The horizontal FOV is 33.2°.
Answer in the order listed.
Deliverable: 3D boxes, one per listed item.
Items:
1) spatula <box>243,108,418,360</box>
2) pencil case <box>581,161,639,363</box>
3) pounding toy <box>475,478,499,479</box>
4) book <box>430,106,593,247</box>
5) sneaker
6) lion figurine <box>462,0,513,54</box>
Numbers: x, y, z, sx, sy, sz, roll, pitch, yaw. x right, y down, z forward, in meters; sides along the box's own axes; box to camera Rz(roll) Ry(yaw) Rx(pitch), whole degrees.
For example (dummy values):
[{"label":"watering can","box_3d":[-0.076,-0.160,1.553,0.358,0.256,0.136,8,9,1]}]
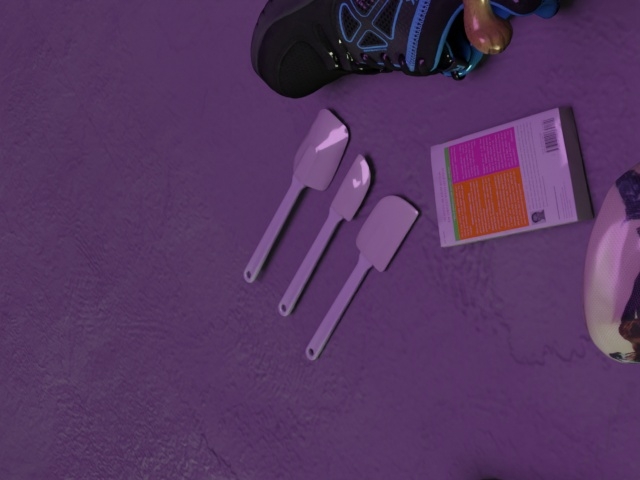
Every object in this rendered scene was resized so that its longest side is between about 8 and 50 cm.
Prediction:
[{"label":"spatula","box_3d":[0.000,0.000,1.136,0.168,0.019,0.242,48,131,23]},{"label":"pencil case","box_3d":[0.358,0.044,0.640,0.410,0.160,0.183,14,135,46]},{"label":"pounding toy","box_3d":[0.180,0.314,0.899,0.270,0.154,0.154,8,104,47]},{"label":"book","box_3d":[0.161,-0.052,0.935,0.144,0.035,0.096,-13,86,48]},{"label":"sneaker","box_3d":[0.060,-0.191,0.947,0.341,0.125,0.139,-28,79,48]},{"label":"lion figurine","box_3d":[0.209,-0.213,0.686,0.392,0.142,0.240,19,146,7]}]
